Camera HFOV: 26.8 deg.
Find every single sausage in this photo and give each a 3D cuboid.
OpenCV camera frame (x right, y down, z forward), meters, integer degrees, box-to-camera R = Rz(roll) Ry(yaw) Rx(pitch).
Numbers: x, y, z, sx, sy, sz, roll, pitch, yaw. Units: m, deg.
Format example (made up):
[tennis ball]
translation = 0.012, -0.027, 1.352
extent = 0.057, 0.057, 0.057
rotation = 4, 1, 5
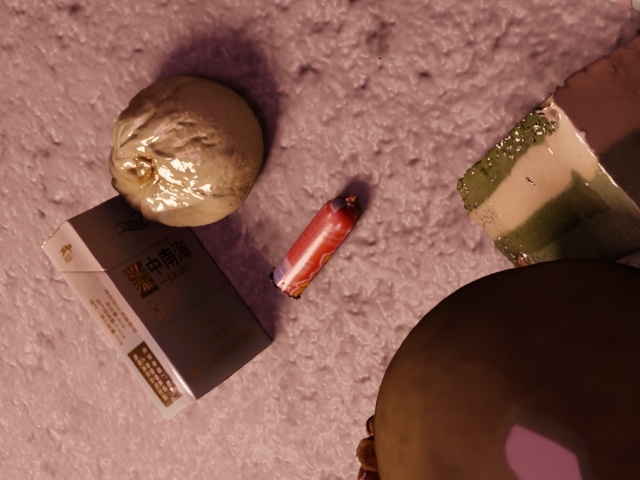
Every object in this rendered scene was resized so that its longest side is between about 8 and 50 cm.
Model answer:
[sausage]
translation = 0.000, 0.000, 1.435
extent = 0.048, 0.050, 0.145
rotation = 55, 127, 25

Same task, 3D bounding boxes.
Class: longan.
[longan]
translation = 0.214, 0.196, 1.144
extent = 0.361, 0.361, 0.361
rotation = 14, 117, 29

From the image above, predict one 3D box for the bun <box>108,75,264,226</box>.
[bun]
translation = -0.154, -0.092, 1.453
extent = 0.188, 0.111, 0.164
rotation = -2, 112, 31

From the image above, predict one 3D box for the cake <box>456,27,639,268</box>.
[cake]
translation = 0.214, -0.043, 1.196
extent = 0.283, 0.172, 0.158
rotation = -37, 86, 40

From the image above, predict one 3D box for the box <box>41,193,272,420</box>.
[box]
translation = -0.182, 0.062, 1.512
extent = 0.067, 0.155, 0.243
rotation = -38, 88, 37

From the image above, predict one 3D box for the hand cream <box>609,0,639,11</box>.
[hand cream]
translation = 0.267, -0.233, 1.152
extent = 0.331, 0.058, 0.085
rotation = 29, 119, 26

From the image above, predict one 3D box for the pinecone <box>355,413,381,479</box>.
[pinecone]
translation = 0.140, 0.236, 1.367
extent = 0.195, 0.150, 0.179
rotation = -15, 134, 26
